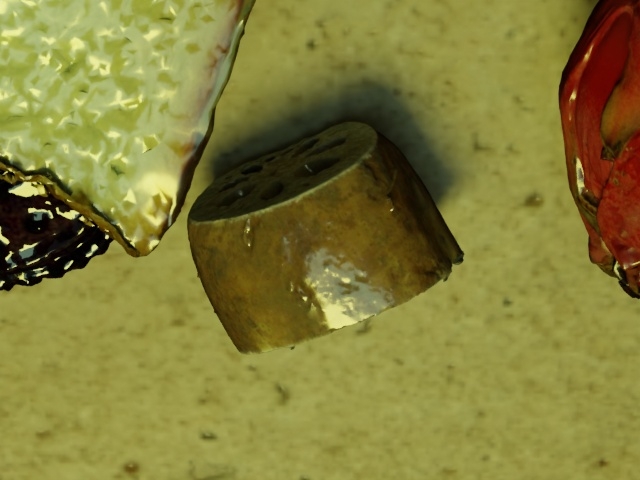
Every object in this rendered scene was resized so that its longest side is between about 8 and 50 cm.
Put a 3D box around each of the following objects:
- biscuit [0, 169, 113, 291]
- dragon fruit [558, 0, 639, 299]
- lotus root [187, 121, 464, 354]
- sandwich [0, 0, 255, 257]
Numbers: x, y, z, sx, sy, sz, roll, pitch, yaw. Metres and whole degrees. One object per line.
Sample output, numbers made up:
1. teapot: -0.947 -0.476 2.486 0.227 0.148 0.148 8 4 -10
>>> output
1. biscuit: -0.166 -0.064 0.870 0.194 0.053 0.194 -1 118 -1
2. dragon fruit: 0.196 -0.068 0.809 0.209 0.172 0.172 -39 112 1
3. lotus root: 0.000 0.001 0.872 0.122 0.112 0.081 -22 108 11
4. sandwich: -0.152 -0.175 0.757 0.301 0.099 0.271 24 92 -11
